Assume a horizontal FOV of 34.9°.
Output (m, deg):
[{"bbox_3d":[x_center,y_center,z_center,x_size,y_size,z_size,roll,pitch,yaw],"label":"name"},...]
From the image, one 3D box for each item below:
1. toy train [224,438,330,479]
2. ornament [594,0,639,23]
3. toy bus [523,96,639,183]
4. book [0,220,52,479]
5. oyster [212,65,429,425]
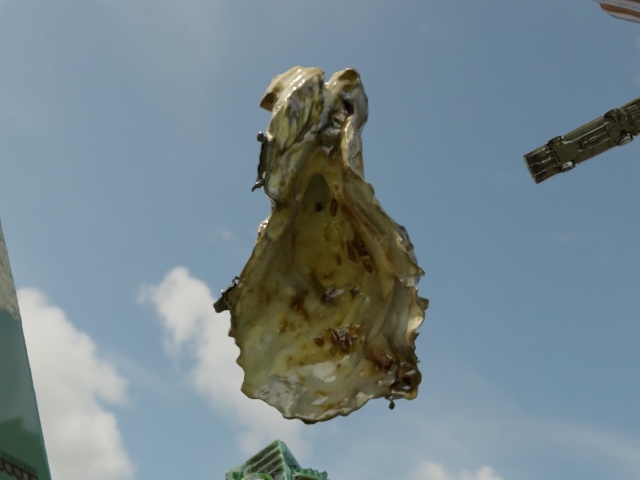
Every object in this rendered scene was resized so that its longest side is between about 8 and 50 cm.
[{"bbox_3d":[-0.035,0.334,0.960,0.178,0.138,0.330,-22,-48,6],"label":"toy train"},{"bbox_3d":[0.258,-0.181,0.527,0.217,0.221,0.235,25,-35,41],"label":"ornament"},{"bbox_3d":[0.263,-0.096,0.985,0.130,0.052,0.037,-27,-97,25],"label":"toy bus"},{"bbox_3d":[-0.296,0.009,0.702,0.031,0.379,0.264,-31,-38,7],"label":"book"},{"bbox_3d":[-0.008,0.001,0.961,0.197,0.337,0.133,-9,1,1],"label":"oyster"}]
